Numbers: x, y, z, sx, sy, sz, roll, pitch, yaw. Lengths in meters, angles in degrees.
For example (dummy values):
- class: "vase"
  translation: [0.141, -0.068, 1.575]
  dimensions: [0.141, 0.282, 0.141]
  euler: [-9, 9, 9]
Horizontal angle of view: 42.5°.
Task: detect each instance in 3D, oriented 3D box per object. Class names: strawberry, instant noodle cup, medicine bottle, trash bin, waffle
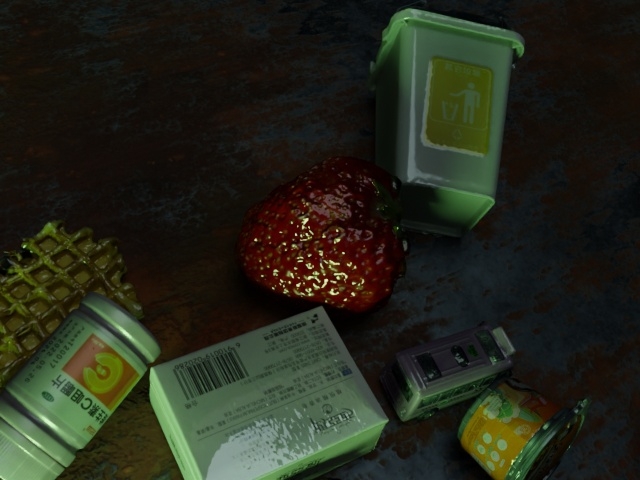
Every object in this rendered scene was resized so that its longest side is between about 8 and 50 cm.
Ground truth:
- class: "strawberry"
  translation: [0.000, 0.000, 1.293]
  dimensions: [0.276, 0.257, 0.257]
  euler: [-2, 53, 4]
- class: "instant noodle cup"
  translation: [0.283, 0.280, 1.202]
  dimensions: [0.125, 0.177, 0.208]
  euler: [37, 84, 32]
- class: "medicine bottle"
  translation: [-0.335, 0.199, 1.078]
  dimensions: [0.133, 0.133, 0.250]
  euler: [35, 68, 12]
- class: "trash bin"
  translation: [0.206, -0.202, 1.492]
  dimensions: [0.255, 0.296, 0.368]
  euler: [10, 66, -9]
- class: "waffle"
  translation: [-0.415, 0.090, 1.213]
  dimensions: [0.309, 0.065, 0.283]
  euler: [6, 55, -15]

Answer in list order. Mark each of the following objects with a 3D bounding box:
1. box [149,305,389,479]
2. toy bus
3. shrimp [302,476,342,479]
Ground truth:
- class: "box"
  translation: [-0.075, 0.239, 1.155]
  dimensions: [0.274, 0.116, 0.203]
  euler: [-19, 59, -25]
- class: "toy bus"
  translation: [0.199, 0.197, 1.264]
  dimensions: [0.198, 0.108, 0.096]
  euler: [-14, 59, -23]
- class: "shrimp"
  translation: [0.008, 0.396, 1.083]
  dimensions: [0.289, 0.075, 0.178]
  euler: [-13, 75, -13]
